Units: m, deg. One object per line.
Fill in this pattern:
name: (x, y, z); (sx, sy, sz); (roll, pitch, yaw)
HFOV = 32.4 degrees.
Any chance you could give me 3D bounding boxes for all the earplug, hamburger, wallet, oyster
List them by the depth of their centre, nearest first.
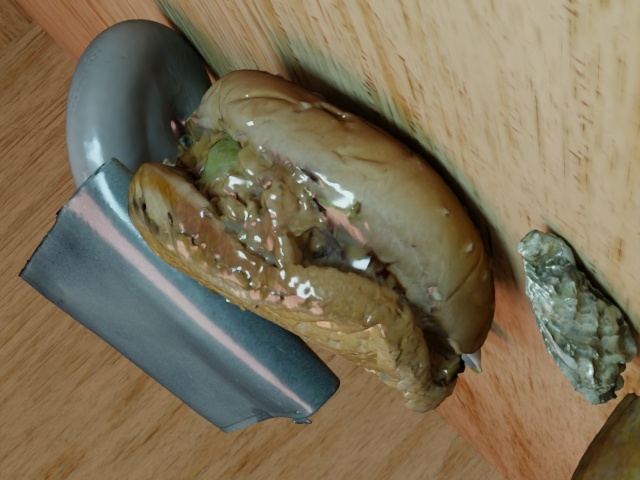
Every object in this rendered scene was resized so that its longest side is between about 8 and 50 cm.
oyster: (0.135, 0.037, 0.569); (0.098, 0.037, 0.100); (63, -163, 4)
hamburger: (0.000, 0.000, 0.716); (0.243, 0.146, 0.286); (40, 170, -16)
wallet: (-0.130, 0.070, 0.928); (0.251, 0.054, 0.290); (43, 151, -6)
earplug: (-0.097, -0.050, 0.992); (0.325, 0.175, 0.214); (50, -147, -9)

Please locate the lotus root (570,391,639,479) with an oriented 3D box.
lotus root: (0.191, 0.200, 0.573); (0.199, 0.180, 0.188); (44, 179, 10)

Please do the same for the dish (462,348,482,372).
dish: (0.094, 0.049, 0.914); (0.137, 0.039, 0.091); (45, 170, -1)
